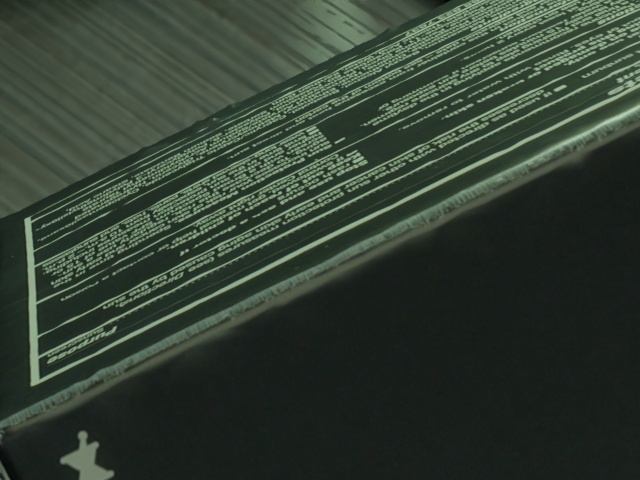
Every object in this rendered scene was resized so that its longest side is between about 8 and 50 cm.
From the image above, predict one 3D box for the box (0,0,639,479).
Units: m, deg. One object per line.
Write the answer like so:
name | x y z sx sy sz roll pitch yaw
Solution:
box | 0.043 0.037 0.731 0.296 0.294 0.182 -26 104 -2
